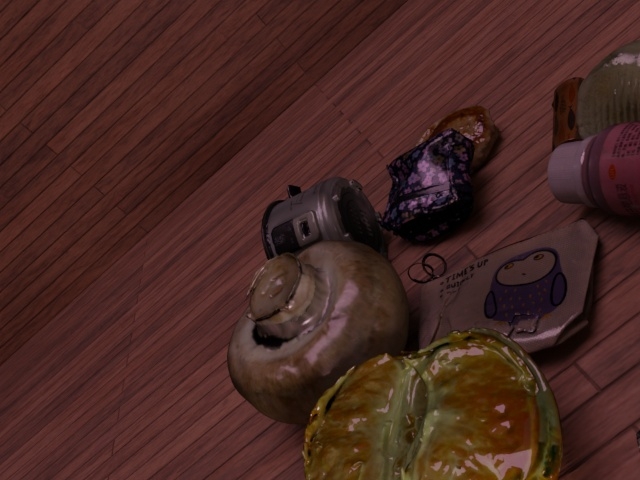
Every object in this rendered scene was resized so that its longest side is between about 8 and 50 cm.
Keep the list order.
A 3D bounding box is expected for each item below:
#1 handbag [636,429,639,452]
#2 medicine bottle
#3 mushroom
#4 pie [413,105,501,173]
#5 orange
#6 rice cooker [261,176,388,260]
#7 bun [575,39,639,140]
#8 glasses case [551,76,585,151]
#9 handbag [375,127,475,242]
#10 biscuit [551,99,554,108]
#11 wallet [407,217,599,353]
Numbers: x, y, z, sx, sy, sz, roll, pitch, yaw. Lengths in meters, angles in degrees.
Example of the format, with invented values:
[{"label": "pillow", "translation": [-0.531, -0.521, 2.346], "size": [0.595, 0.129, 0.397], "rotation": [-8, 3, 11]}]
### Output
[{"label": "handbag", "translation": [0.388, 0.079, 0.537], "size": [0.180, 0.316, 0.416], "rotation": [-5, 46, 44]}, {"label": "medicine bottle", "translation": [0.469, -0.105, 0.894], "size": [0.147, 0.147, 0.247], "rotation": [-54, 27, -20]}, {"label": "mushroom", "translation": [-0.011, 0.154, 1.066], "size": [0.352, 0.260, 0.352], "rotation": [-29, 37, 25]}, {"label": "pie", "translation": [0.304, -0.222, 1.369], "size": [0.179, 0.084, 0.205], "rotation": [-46, 29, -3]}, {"label": "orange", "translation": [0.145, 0.254, 0.771], "size": [0.334, 0.196, 0.262], "rotation": [-31, 43, 34]}, {"label": "rice cooker", "translation": [0.000, 0.000, 1.305], "size": [0.227, 0.241, 0.280], "rotation": [-24, 77, 29]}, {"label": "bun", "translation": [0.526, -0.216, 0.975], "size": [0.212, 0.204, 0.126], "rotation": [31, 46, 30]}, {"label": "glasses case", "translation": [0.479, -0.239, 1.167], "size": [0.065, 0.041, 0.170], "rotation": [-19, 44, 42]}, {"label": "handbag", "translation": [0.226, -0.103, 1.247], "size": [0.229, 0.127, 0.207], "rotation": [-25, 47, 46]}, {"label": "biscuit", "translation": [0.528, -0.293, 1.224], "size": [0.130, 0.019, 0.119], "rotation": [-7, 44, 51]}, {"label": "wallet", "translation": [0.278, 0.089, 0.965], "size": [0.335, 0.068, 0.275], "rotation": [-25, 30, 32]}]
